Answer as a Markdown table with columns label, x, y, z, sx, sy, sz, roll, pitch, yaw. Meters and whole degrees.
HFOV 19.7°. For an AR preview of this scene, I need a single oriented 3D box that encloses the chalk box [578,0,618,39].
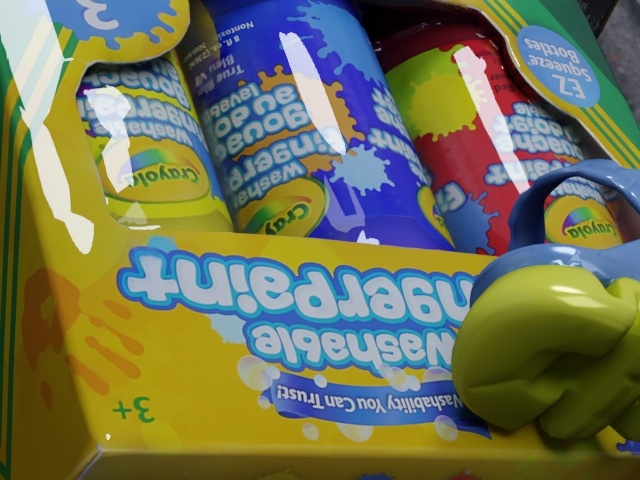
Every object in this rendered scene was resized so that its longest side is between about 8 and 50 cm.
| label | x | y | z | sx | sy | sz | roll | pitch | yaw |
| --- | --- | --- | --- | --- | --- | --- | --- | --- | --- |
| chalk box | 0.154 | -0.219 | 1.277 | 0.132 | 0.213 | 0.132 | 23 | 50 | -1 |

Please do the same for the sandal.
| label | x | y | z | sx | sy | sz | roll | pitch | yaw |
| --- | --- | --- | --- | --- | --- | --- | --- | --- | --- |
| sandal | 0.208 | 0.048 | 0.930 | 0.317 | 0.126 | 0.138 | 24 | 42 | -25 |

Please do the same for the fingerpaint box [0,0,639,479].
| label | x | y | z | sx | sy | sz | roll | pitch | yaw |
| --- | --- | --- | --- | --- | --- | --- | --- | --- | --- |
| fingerpaint box | 0.000 | 0.000 | 1.019 | 0.445 | 0.163 | 0.371 | 6 | 51 | -35 |
